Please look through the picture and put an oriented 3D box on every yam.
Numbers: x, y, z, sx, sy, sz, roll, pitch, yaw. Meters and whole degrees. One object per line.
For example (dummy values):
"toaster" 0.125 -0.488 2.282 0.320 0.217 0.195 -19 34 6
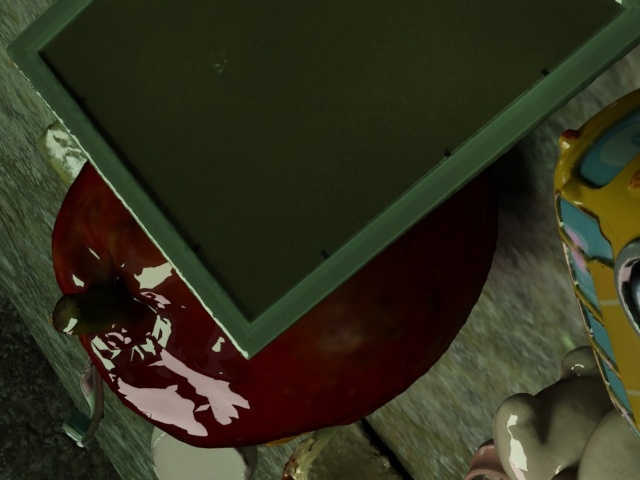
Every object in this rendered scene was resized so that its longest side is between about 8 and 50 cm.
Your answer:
"yam" -0.202 -0.053 1.362 0.194 0.107 0.107 53 160 0

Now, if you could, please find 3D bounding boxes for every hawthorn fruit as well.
"hawthorn fruit" -0.039 0.003 0.803 0.265 0.307 0.265 10 108 32

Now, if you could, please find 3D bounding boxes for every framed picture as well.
"framed picture" 0.000 -0.104 0.646 0.217 0.274 0.017 53 -168 5

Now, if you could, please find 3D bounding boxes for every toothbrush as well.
"toothbrush" -0.138 0.083 0.803 0.022 0.017 0.204 43 -172 -12

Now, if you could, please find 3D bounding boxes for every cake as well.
"cake" 0.052 0.296 1.353 0.220 0.117 0.086 54 154 3

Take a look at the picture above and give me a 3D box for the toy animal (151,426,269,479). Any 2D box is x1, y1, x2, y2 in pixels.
"toy animal" -0.141 0.205 1.545 0.178 0.127 0.193 46 -154 -28

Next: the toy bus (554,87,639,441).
"toy bus" 0.186 0.024 0.598 0.136 0.126 0.209 40 158 56

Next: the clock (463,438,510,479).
"clock" 0.206 0.259 1.034 0.244 0.056 0.244 45 157 26

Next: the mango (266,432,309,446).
"mango" -0.078 0.144 1.378 0.166 0.136 0.236 46 159 -22

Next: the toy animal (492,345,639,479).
"toy animal" 0.207 0.143 0.774 0.212 0.124 0.124 24 145 54
